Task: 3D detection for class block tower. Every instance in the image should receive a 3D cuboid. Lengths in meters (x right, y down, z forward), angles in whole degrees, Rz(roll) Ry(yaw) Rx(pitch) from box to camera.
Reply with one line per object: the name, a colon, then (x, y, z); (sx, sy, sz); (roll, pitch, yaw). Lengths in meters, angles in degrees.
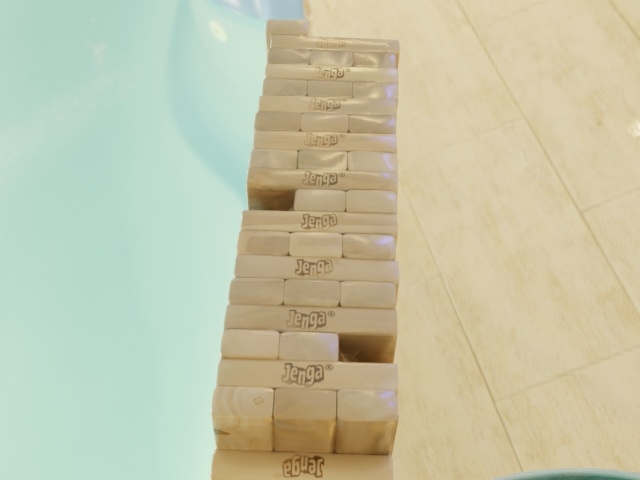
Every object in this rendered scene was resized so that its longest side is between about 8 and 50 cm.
block tower: (0.000, 0.000, 0.558); (0.097, 0.091, 0.336); (2, 48, 0)

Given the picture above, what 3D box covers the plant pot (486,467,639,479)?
plant pot: (0.276, 0.461, 0.954); (0.341, 0.334, 0.341); (-7, 9, 1)
